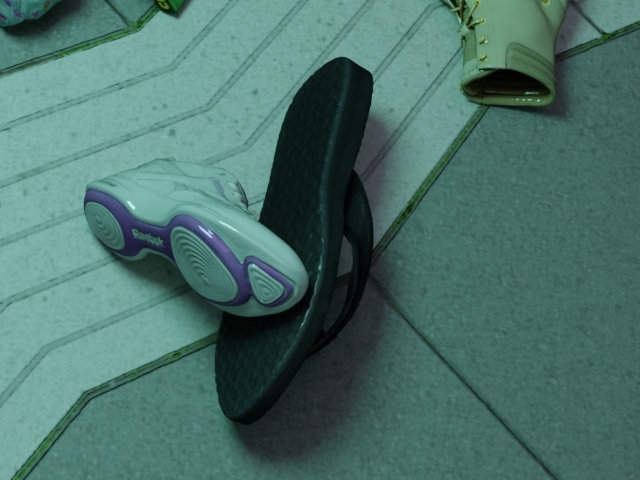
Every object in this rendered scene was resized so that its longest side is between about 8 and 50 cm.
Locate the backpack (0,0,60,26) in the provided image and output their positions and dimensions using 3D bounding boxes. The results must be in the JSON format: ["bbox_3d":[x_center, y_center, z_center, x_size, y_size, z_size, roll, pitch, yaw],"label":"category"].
[{"bbox_3d":[-0.362,-0.337,1.524,0.115,0.152,0.182,-40,91,-22],"label":"backpack"}]

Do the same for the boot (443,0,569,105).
[{"bbox_3d":[0.180,-0.280,1.650,0.261,0.095,0.204,17,62,-10],"label":"boot"}]

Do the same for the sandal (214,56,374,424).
[{"bbox_3d":[0.002,-0.002,1.434,0.107,0.167,0.446,31,57,-25],"label":"sandal"}]

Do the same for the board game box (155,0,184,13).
[{"bbox_3d":[-0.148,-0.413,1.596,0.030,0.136,0.260,15,64,29],"label":"board game box"}]

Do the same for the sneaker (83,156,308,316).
[{"bbox_3d":[-0.110,-0.024,1.378,0.305,0.114,0.152,25,44,39],"label":"sneaker"}]
